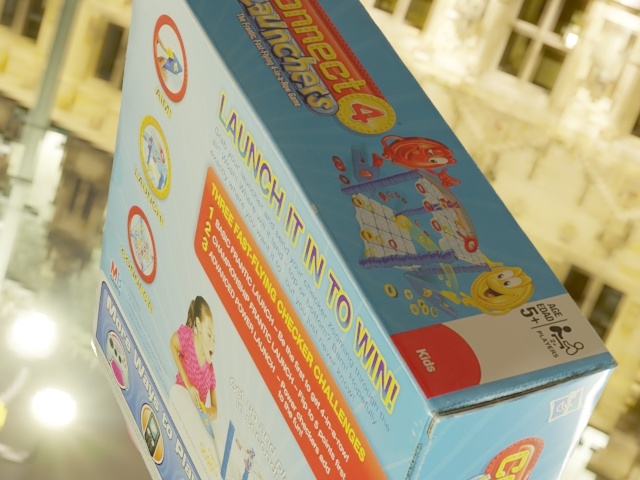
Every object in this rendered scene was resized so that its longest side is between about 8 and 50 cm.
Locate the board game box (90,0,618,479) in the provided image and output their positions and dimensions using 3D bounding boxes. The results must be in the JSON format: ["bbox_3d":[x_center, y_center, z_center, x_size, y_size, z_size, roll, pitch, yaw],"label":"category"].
[{"bbox_3d":[-0.012,0.054,0.781,0.086,0.302,0.308,-12,-130,-25],"label":"board game box"}]

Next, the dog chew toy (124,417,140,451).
[{"bbox_3d":[-0.085,0.078,1.327,0.206,0.332,0.207,9,-133,-10],"label":"dog chew toy"}]
